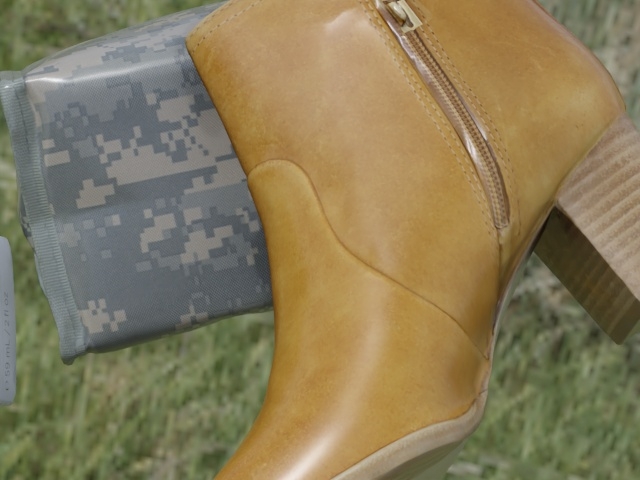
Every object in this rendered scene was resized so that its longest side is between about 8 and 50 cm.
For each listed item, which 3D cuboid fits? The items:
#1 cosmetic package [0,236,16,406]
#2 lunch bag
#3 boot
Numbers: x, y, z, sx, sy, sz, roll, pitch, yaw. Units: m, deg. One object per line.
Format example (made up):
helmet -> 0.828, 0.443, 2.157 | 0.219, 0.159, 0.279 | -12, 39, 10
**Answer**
cosmetic package -> -0.276, 0.045, 1.132 | 0.085, 0.117, 0.231 | -6, -7, 17
lunch bag -> -0.053, -0.048, 1.032 | 0.235, 0.169, 0.287 | -13, 10, -7
boot -> 0.001, -0.001, 0.759 | 0.295, 0.104, 0.211 | -33, 74, -22
